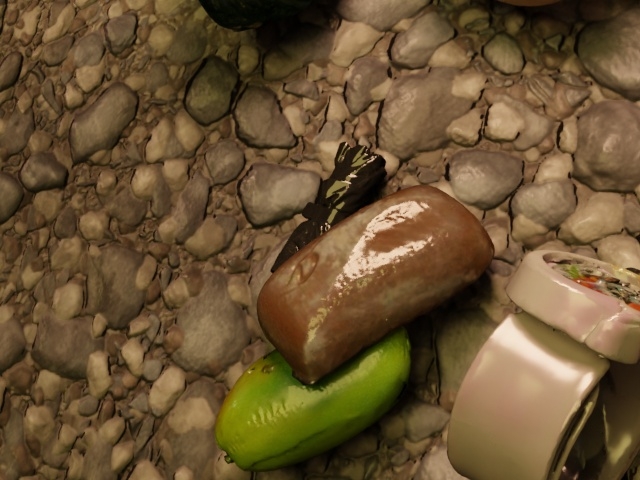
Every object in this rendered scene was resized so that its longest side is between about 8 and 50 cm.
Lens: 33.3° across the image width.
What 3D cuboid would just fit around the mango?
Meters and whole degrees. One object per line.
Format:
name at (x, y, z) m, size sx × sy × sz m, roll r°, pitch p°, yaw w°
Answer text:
mango at (-0.006, 0.157, 1.115) m, size 0.233 × 0.111 × 0.125 m, roll -34°, pitch 61°, yaw 8°

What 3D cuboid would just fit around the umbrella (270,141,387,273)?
umbrella at (0.000, 0.000, 1.210) m, size 0.066 × 0.059 × 0.235 m, roll 17°, pitch 76°, yaw 50°

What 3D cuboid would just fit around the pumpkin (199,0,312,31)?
pumpkin at (-0.070, -0.419, 1.295) m, size 0.197 × 0.292 × 0.263 m, roll -17°, pitch 19°, yaw 18°

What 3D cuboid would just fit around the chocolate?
chocolate at (0.048, 0.022, 1.099) m, size 0.261 × 0.083 × 0.161 m, roll -33°, pitch 36°, yaw -13°

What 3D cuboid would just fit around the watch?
watch at (0.246, 0.144, 0.946) m, size 0.196 × 0.244 × 0.231 m, roll 28°, pitch 106°, yaw 37°

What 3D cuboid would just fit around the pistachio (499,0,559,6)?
pistachio at (0.211, -0.376, 1.176) m, size 0.318 × 0.213 × 0.193 m, roll 34°, pitch 49°, yaw 29°
